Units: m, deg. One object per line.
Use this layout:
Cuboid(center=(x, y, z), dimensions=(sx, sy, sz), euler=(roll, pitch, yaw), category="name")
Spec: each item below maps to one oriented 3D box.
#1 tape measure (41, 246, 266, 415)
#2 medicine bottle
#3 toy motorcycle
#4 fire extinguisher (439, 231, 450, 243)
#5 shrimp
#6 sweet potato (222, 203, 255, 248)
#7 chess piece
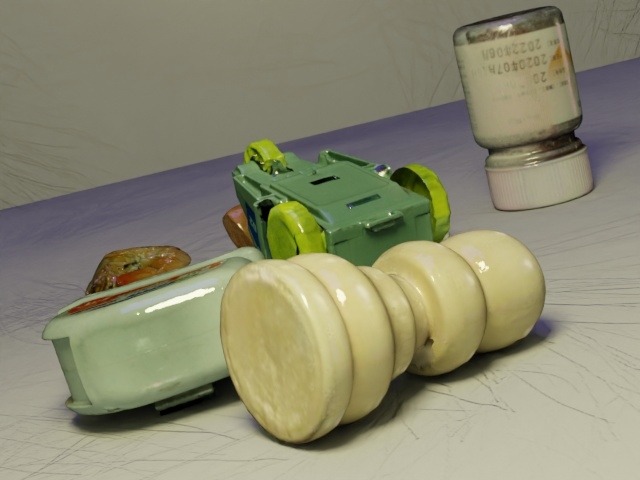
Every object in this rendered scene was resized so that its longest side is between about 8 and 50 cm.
Cuboid(center=(-0.163, 0.102, 1.297), dimensions=(0.243, 0.125, 0.246), euler=(-19, 7, 7), category="tape measure")
Cuboid(center=(0.297, -0.192, 1.840), dimensions=(0.165, 0.273, 0.165), euler=(-14, 11, 3), category="medicine bottle")
Cuboid(center=(0.000, 0.000, 1.486), dimensions=(0.191, 0.200, 0.326), euler=(-18, 22, -24), category="toy motorcycle")
Cuboid(center=(0.099, -0.032, 1.724), dimensions=(0.104, 0.105, 0.269), euler=(-16, 12, -13), category="fire extinguisher")
Cuboid(center=(-0.276, 0.055, 1.867), dimensions=(0.145, 0.061, 0.267), euler=(-1, 11, 12), category="shrimp")
Cuboid(center=(-0.062, -0.035, 1.974), dimensions=(0.097, 0.097, 0.251), euler=(-6, 9, 36), category="sweet potato")
Cuboid(center=(0.076, 0.063, 1.141), dimensions=(0.299, 0.167, 0.167), euler=(-16, 10, -33), category="chess piece")
